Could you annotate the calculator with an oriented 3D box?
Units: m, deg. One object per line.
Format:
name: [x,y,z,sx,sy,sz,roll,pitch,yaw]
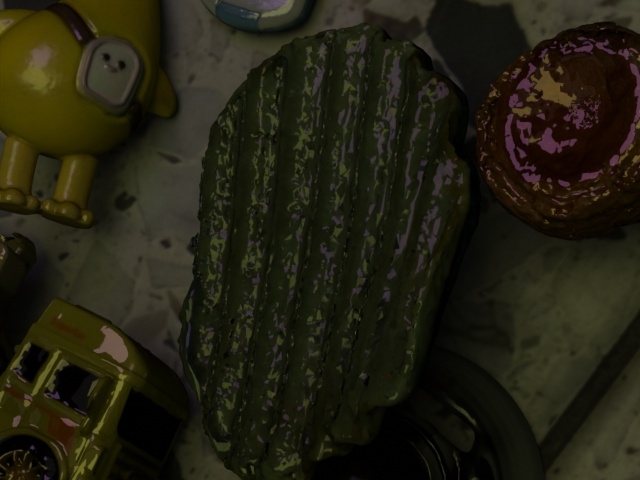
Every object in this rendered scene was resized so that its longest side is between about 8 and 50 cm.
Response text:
calculator: [-0.041,-0.298,1.563,0.121,0.039,0.210,21,87,18]

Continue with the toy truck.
toy truck: [-0.317,0.115,1.514,0.405,0.180,0.254,24,82,23]

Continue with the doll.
doll: [-0.225,-0.191,1.567,0.199,0.145,0.363,16,74,-19]

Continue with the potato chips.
potato chips: [0.000,0.000,1.414,0.358,0.070,0.429,-12,62,47]

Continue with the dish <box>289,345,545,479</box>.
dish: [0.048,0.215,1.399,0.273,0.134,0.273,-3,79,16]

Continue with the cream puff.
cream puff: [0.241,-0.073,1.371,0.183,0.169,0.183,-13,64,28]
